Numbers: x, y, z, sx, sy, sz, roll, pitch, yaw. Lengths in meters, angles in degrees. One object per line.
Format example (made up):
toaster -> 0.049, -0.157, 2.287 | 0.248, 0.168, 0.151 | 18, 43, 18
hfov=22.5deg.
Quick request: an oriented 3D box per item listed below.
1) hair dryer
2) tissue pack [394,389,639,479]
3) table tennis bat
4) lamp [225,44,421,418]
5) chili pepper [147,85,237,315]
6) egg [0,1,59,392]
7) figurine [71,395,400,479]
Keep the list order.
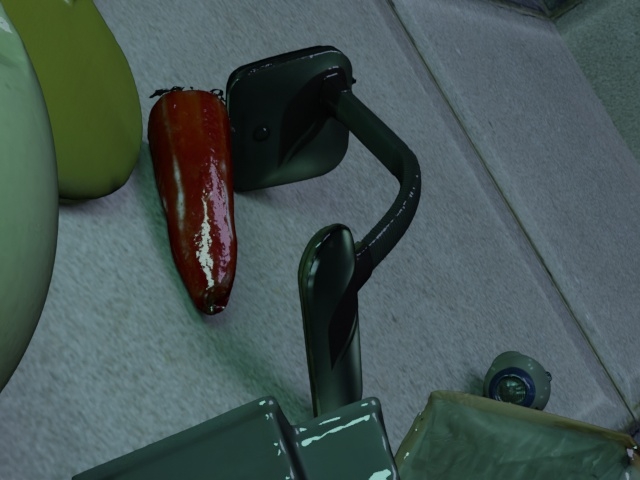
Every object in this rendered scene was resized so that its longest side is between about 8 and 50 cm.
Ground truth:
hair dryer -> 0.215, 0.193, 1.549 | 0.167, 0.067, 0.199 | -52, 119, -75
tissue pack -> 0.181, 0.286, 1.151 | 0.305, 0.238, 0.238 | 44, 24, -33
table tennis bat -> -0.197, -0.164, 1.118 | 0.224, 0.054, 0.369 | 47, 27, -24
lamp -> 0.007, 0.001, 1.223 | 0.283, 0.124, 0.203 | -113, -157, -51
chili pepper -> -0.087, -0.019, 1.151 | 0.088, 0.065, 0.169 | 75, 5, -57
egg -> -0.214, -0.029, 0.626 | 0.219, 0.219, 0.269 | 10, 54, -64
figurine -> 0.008, 0.233, 0.828 | 0.342, 0.167, 0.285 | -11, 58, -22
